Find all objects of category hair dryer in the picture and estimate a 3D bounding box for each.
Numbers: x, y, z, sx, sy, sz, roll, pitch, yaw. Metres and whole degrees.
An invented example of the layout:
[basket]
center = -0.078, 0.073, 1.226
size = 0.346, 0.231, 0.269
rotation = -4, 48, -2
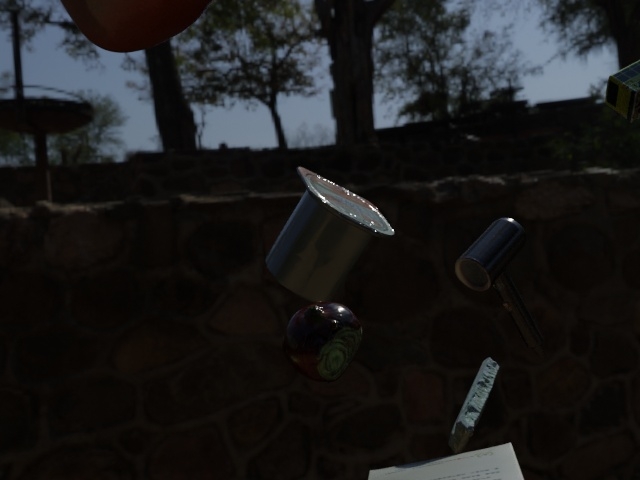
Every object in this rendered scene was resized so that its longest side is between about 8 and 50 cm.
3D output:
[hair dryer]
center = 0.334, 0.093, 1.328
size = 0.128, 0.255, 0.070
rotation = -44, 22, -30

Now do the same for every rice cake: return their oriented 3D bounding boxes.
[rice cake]
center = 0.318, 0.334, 1.596
size = 0.040, 0.085, 0.226
rotation = 25, 40, 14

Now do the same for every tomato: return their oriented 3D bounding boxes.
[tomato]
center = -0.346, -0.508, 1.369
size = 0.341, 0.341, 0.273
rotation = -5, 30, 27

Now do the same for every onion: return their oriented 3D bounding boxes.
[onion]
center = -0.002, 0.139, 1.104
size = 0.117, 0.119, 0.118
rotation = -30, 15, -34

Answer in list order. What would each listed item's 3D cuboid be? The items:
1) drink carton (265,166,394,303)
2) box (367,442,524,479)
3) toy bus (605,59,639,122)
[drink carton]
center = 0.000, 0.000, 1.416
size = 0.185, 0.190, 0.191
rotation = 30, 15, -26
[box]
center = 0.154, 0.346, 0.914
size = 0.200, 0.106, 0.299
rotation = -14, -1, 8
[toy bus]
center = 0.687, -0.329, 1.607
size = 0.175, 0.088, 0.101
rotation = -28, 48, -13
